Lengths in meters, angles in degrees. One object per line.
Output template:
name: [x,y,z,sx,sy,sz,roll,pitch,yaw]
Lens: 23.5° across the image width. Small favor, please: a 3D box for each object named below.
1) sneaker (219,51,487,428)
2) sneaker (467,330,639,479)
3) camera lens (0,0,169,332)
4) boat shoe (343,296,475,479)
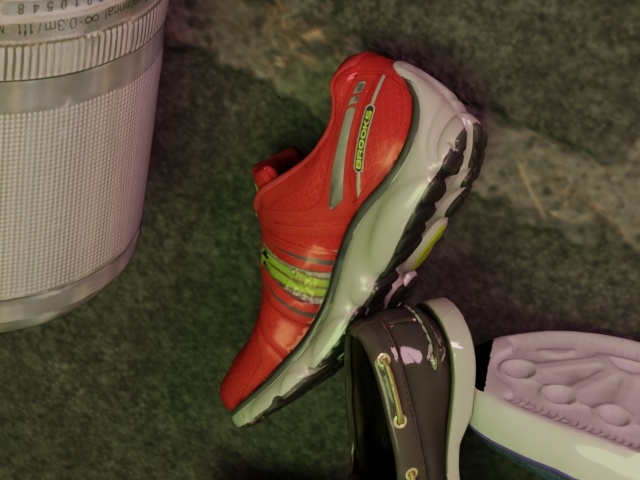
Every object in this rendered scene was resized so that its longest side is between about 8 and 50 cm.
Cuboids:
sneaker: [0.000,0.000,0.952,0.118,0.107,0.279,42,125,16]
sneaker: [0.224,0.204,0.953,0.323,0.130,0.236,14,120,6]
camera lens: [-0.200,-0.101,0.871,0.219,0.219,0.274,19,125,9]
boat shoe: [0.045,0.144,0.930,0.069,0.081,0.227,-9,112,-23]
